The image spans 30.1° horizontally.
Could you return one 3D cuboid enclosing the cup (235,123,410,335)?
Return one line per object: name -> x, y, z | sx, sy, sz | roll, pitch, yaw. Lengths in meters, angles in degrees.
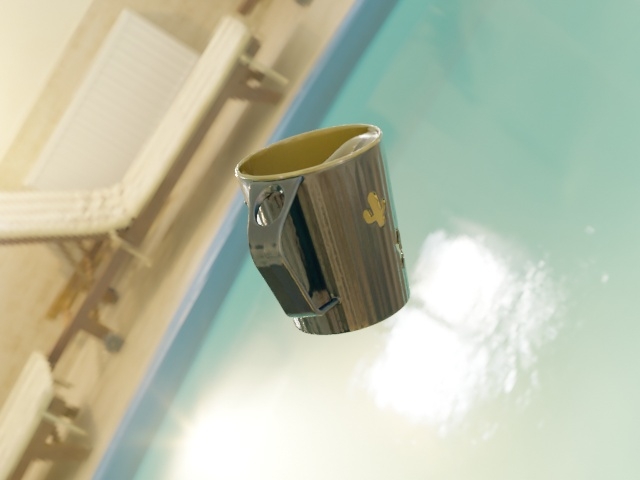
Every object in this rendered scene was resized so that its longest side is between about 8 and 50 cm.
cup -> 0.000, 0.000, 1.023 | 0.131, 0.155, 0.176 | -5, 22, 31
